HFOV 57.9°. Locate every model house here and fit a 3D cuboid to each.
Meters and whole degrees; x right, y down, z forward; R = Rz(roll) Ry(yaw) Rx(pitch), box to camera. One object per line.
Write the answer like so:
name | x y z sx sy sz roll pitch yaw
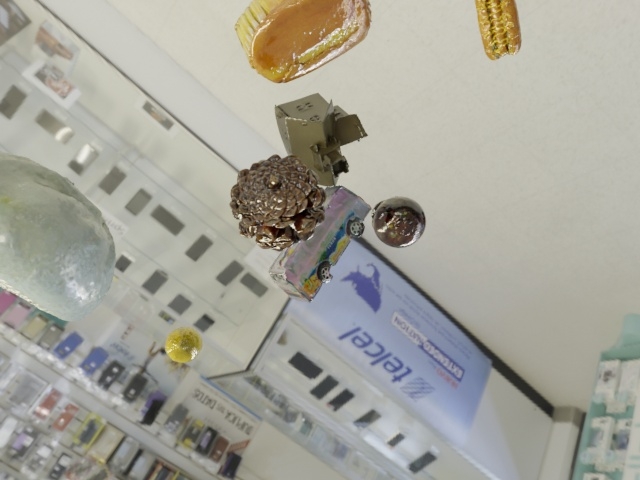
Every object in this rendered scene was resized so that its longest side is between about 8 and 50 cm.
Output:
model house | 0.025 -0.254 1.530 0.243 0.205 0.211 -125 15 -46

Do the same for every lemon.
lemon | -0.303 0.231 1.283 0.082 0.082 0.111 36 176 -8

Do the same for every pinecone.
pinecone | -0.081 -0.069 1.193 0.208 0.207 0.207 22 148 15

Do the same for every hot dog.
hot dog | 0.320 -0.414 1.050 0.071 0.045 0.165 -8 110 27

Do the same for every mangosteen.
mangosteen | 0.241 -0.057 1.789 0.173 0.172 0.184 28 177 4

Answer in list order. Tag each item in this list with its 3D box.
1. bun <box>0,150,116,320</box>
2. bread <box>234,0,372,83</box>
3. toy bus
bun | -0.509 -0.011 1.022 0.362 0.211 0.361 26 154 14
bread | -0.033 -0.457 1.242 0.156 0.288 0.204 61 -179 34
toy bus | 0.000 0.000 1.492 0.138 0.316 0.113 45 155 -29
